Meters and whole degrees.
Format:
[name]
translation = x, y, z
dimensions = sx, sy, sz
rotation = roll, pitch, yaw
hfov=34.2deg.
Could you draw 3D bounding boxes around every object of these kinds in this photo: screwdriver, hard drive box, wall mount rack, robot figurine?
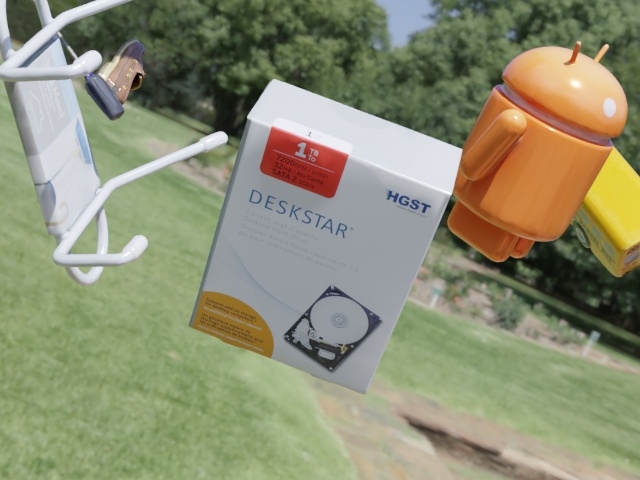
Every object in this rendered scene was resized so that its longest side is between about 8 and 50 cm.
[screwdriver]
translation = -0.263, -0.200, 1.112
dimensions = 0.170, 0.024, 0.025
rotation = 57, 33, 5
[hard drive box]
translation = 0.000, 0.000, 0.931
dimensions = 0.181, 0.232, 0.089
rotation = 20, 33, 2
[wall mount rack]
translation = -0.214, -0.136, 1.102
dimensions = 0.130, 0.350, 0.304
rotation = -2, 30, 12
[robot figurine]
translation = 0.203, -0.087, 0.981
dimensions = 0.158, 0.219, 0.128
rotation = 18, 23, -20

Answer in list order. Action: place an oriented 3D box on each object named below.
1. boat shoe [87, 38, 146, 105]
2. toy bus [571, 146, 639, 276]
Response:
[boat shoe]
translation = -0.308, -0.259, 1.634
dimensions = 0.060, 0.064, 0.178
rotation = 32, 32, -9
[toy bus]
translation = 0.430, -0.099, 1.682
dimensions = 0.333, 0.108, 0.130
rotation = 59, -3, 31
